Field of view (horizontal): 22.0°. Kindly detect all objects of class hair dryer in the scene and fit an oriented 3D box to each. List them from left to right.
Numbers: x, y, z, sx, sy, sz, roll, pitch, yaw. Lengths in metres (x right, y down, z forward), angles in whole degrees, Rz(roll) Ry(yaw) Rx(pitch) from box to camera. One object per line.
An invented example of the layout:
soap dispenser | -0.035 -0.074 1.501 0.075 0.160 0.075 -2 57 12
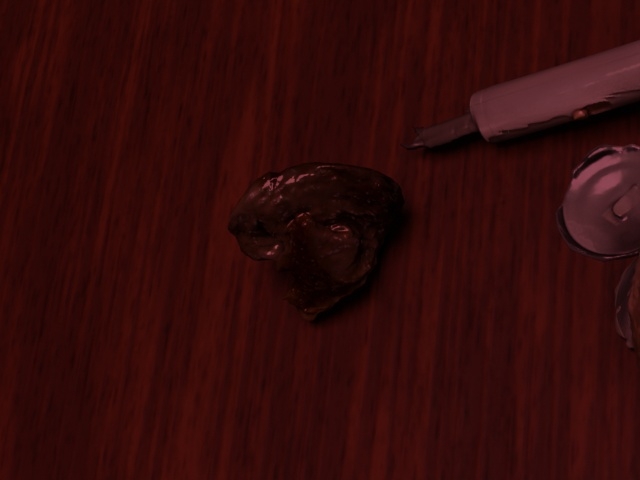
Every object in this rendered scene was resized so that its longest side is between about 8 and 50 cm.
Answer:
hair dryer | 0.225 -0.115 1.345 0.357 0.107 0.173 -16 58 29

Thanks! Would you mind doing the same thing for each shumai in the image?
shumai | 0.006 -0.010 1.377 0.139 0.123 0.105 -33 65 -8

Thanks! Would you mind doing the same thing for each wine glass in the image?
wine glass | 0.244 0.008 1.201 0.122 0.183 0.122 -14 57 22

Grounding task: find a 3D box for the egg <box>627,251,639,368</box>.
egg | 0.301 0.048 1.046 0.203 0.245 0.203 1 92 27
